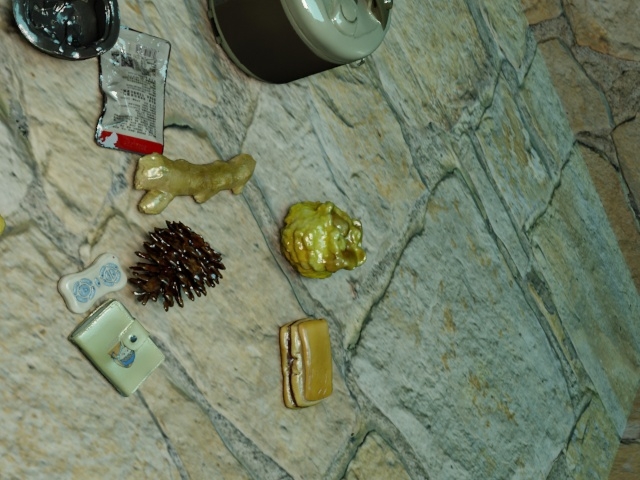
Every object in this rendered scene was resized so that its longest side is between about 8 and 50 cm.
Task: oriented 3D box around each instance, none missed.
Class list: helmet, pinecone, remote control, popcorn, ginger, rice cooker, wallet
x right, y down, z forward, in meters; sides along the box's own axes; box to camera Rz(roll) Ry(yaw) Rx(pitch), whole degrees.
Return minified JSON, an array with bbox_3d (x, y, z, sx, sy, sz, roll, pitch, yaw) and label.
[{"bbox_3d":[-0.440,-0.381,1.257,0.177,0.107,0.153,2,86,-27],"label":"helmet"},{"bbox_3d":[-0.274,0.054,1.347,0.165,0.163,0.163,-44,118,-16],"label":"pinecone"},{"bbox_3d":[-0.401,0.075,1.292,0.122,0.032,0.074,-39,112,-42],"label":"remote control"},{"bbox_3d":[0.004,-0.003,1.636,0.198,0.156,0.197,12,70,-34],"label":"popcorn"},{"bbox_3d":[-0.241,-0.130,1.457,0.299,0.065,0.118,-17,111,-44],"label":"ginger"},{"bbox_3d":[-0.034,-0.512,1.527,0.335,0.325,0.335,6,82,-45],"label":"rice cooker"},{"bbox_3d":[-0.362,0.190,1.311,0.110,0.039,0.155,-47,119,-26],"label":"wallet"}]

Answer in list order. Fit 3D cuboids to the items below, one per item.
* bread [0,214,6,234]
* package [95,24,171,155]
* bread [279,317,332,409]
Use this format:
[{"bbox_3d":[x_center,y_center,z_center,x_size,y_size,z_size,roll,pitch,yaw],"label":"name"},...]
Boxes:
[{"bbox_3d":[-0.582,0.011,1.069,0.245,0.102,0.094,-48,125,-36],"label":"bread"},{"bbox_3d":[-0.353,-0.282,1.384,0.154,0.030,0.239,7,81,-46],"label":"package"},{"bbox_3d":[-0.028,0.274,1.630,0.116,0.077,0.200,-2,87,-54],"label":"bread"}]
